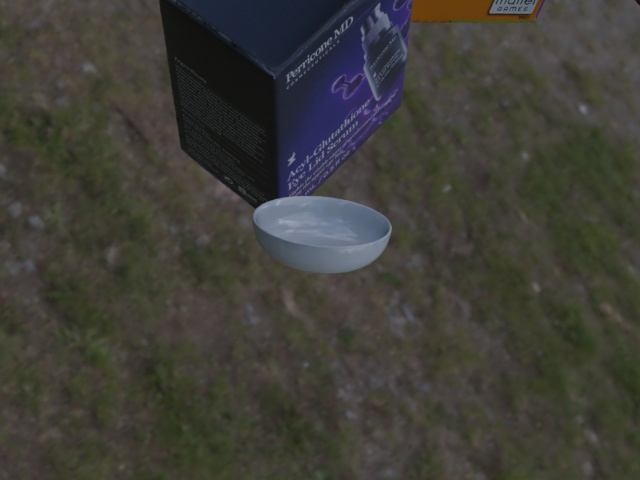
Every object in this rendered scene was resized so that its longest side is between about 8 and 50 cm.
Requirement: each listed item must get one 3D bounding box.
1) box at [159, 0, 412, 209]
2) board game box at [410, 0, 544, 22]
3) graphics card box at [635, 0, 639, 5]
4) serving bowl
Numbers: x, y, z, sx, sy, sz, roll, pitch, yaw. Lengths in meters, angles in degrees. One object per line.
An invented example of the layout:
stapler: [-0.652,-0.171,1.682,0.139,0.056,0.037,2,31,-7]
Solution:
box: [-0.021,-0.136,0.991,0.108,0.207,0.153,38,69,17]
board game box: [0.047,-0.457,1.319,0.356,0.356,0.356,-5,46,-27]
graphics card box: [0.432,-0.337,1.137,0.094,0.371,0.233,53,53,-7]
serving bowl: [0.000,0.000,0.821,0.083,0.083,0.027,-30,131,-54]
